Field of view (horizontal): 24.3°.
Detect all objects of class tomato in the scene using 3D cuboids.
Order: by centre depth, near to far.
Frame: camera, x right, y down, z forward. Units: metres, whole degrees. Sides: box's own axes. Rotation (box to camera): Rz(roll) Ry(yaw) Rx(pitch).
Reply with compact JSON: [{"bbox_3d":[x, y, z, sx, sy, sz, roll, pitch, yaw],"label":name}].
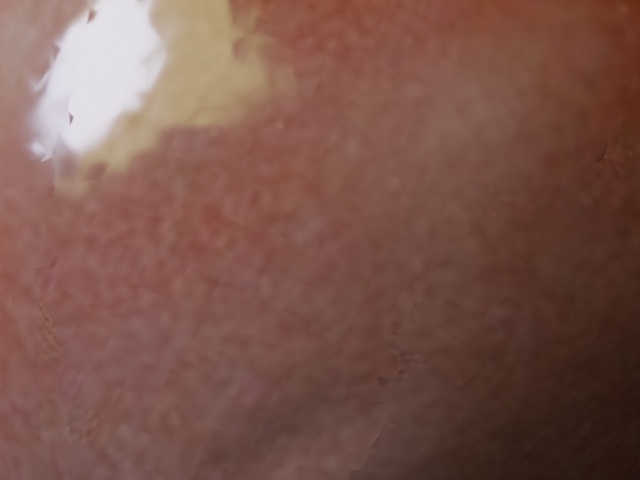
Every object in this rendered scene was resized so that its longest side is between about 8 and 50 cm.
[{"bbox_3d":[0.000,0.000,0.460,0.321,0.321,0.321,-22,47,26],"label":"tomato"}]
